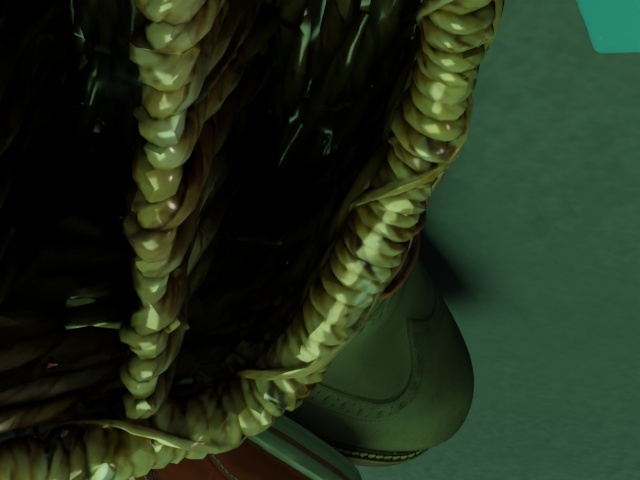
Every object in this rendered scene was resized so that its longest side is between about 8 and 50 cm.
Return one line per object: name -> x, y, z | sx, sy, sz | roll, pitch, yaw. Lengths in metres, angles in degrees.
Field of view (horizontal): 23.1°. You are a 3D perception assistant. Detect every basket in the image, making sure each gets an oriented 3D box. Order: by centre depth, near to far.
basket -> -0.064, -0.057, 0.392 | 0.213, 0.223, 0.299 | 15, 133, 3

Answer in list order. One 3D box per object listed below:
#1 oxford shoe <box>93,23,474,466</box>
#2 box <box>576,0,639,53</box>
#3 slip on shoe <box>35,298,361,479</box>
oxford shoe -> 0.000, 0.000, 0.663 | 0.130, 0.123, 0.348 | -6, 146, 31
box -> 0.063, -0.157, 0.300 | 0.060, 0.100, 0.244 | 6, 142, 35
slip on shoe -> -0.104, 0.090, 0.621 | 0.123, 0.101, 0.331 | -12, 146, 38
